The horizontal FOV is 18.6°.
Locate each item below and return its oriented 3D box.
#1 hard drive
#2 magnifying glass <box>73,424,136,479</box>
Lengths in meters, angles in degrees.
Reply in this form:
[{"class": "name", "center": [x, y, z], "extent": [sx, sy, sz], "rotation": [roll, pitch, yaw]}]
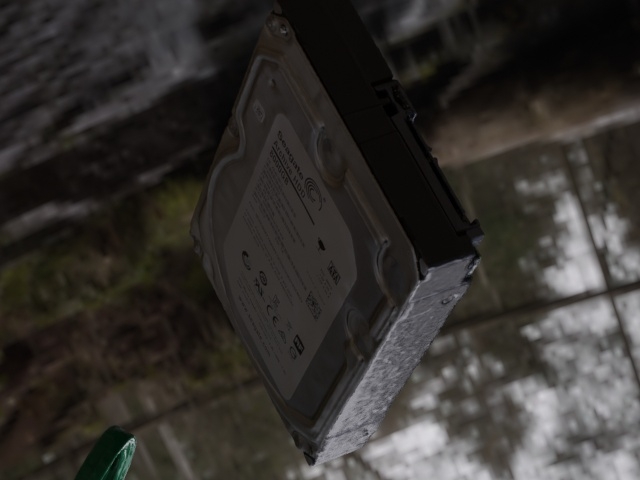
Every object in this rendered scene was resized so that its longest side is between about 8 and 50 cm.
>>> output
[{"class": "hard drive", "center": [0.000, 0.000, 1.473], "extent": [0.064, 0.339, 0.237], "rotation": [-19, -112, -25]}, {"class": "magnifying glass", "center": [-0.198, 0.244, 1.471], "extent": [0.026, 0.231, 0.092], "rotation": [25, -171, 7]}]
